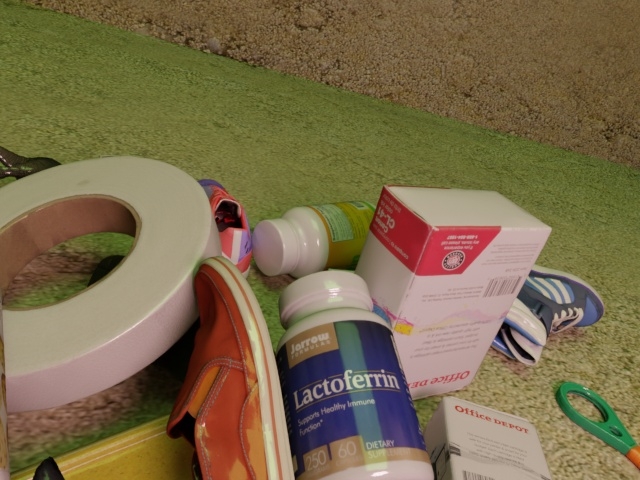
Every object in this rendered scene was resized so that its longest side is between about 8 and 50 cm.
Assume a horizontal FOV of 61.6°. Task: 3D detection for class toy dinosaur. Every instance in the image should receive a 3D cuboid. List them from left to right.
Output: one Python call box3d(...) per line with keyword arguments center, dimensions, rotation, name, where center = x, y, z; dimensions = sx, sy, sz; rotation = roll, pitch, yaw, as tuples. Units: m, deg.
box3d(center=(-0.475, -0.094, 0.950), dimensions=(0.314, 0.121, 0.160), rotation=(16, 17, 4), name="toy dinosaur")

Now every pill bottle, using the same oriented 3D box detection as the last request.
box3d(center=(0.000, 0.000, 1.014), dimensions=(0.246, 0.136, 0.136), rotation=(-9, 39, -40), name="pill bottle")
box3d(center=(0.027, 0.177, 0.650), dimensions=(0.153, 0.153, 0.264), rotation=(5, 49, -23), name="pill bottle")

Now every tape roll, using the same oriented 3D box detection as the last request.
box3d(center=(-0.322, 0.028, 0.688), dimensions=(0.392, 0.072, 0.392), rotation=(-5, 42, 4), name="tape roll")

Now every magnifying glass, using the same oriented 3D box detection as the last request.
box3d(center=(0.484, 0.322, 0.873), dimensions=(0.092, 0.026, 0.231), rotation=(-3, 34, -35), name="magnifying glass")

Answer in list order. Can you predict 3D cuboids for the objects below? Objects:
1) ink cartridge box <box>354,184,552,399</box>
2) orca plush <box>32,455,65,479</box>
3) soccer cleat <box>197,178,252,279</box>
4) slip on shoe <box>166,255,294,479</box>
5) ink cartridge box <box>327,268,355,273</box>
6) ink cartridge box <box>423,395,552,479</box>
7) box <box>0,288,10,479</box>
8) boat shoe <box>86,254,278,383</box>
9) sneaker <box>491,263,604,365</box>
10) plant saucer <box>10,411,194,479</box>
box3d(center=(0.164, 0.081, 0.798), dimensions=(0.226, 0.306, 0.131), rotation=(0, 33, -31), name="ink cartridge box")
box3d(center=(-0.311, 0.255, 0.383), dimensions=(0.151, 0.287, 0.102), rotation=(54, -12, -16), name="orca plush")
box3d(center=(-0.185, -0.050, 1.009), dimensions=(0.109, 0.116, 0.318), rotation=(6, 32, -23), name="soccer cleat")
box3d(center=(-0.097, 0.153, 0.516), dimensions=(0.101, 0.123, 0.331), rotation=(-3, 54, -17), name="slip on shoe")
box3d(center=(0.085, 0.110, 0.952), dimensions=(0.150, 0.063, 0.109), rotation=(6, 32, -21), name="ink cartridge box")
box3d(center=(0.212, 0.307, 0.674), dimensions=(0.140, 0.082, 0.190), rotation=(18, 28, -3), name="ink cartridge box")
box3d(center=(-0.313, 0.098, 0.458), dimensions=(0.063, 0.067, 0.324), rotation=(-18, 29, -24), name="box")
box3d(center=(-0.193, 0.122, 0.737), dimensions=(0.324, 0.122, 0.120), rotation=(25, -5, 31), name="boat shoe")
box3d(center=(0.417, 0.160, 1.032), dimensions=(0.323, 0.130, 0.236), rotation=(25, 44, -11), name="sneaker")
box3d(center=(-0.149, 0.293, 0.490), dimensions=(0.333, 0.081, 0.333), rotation=(-11, 40, -42), name="plant saucer")
